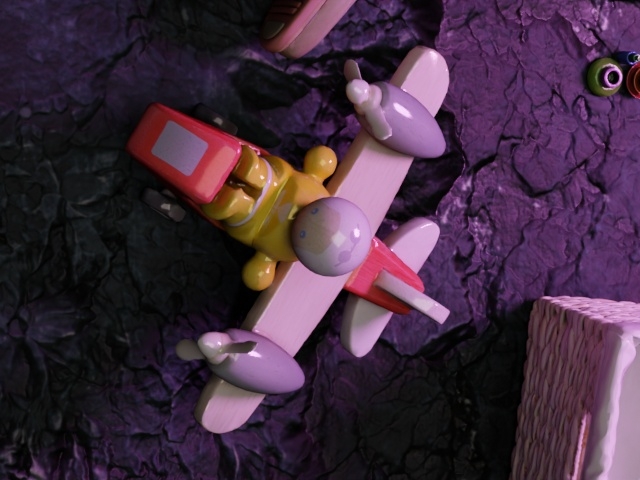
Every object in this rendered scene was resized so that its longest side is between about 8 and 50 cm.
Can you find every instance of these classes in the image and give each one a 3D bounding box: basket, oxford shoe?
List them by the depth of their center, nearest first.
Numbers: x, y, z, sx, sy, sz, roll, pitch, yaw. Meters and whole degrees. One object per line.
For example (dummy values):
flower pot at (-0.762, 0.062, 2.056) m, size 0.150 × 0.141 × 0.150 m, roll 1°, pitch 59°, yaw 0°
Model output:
oxford shoe at (0.096, -0.340, 1.599) m, size 0.397 × 0.140 × 0.146 m, roll -45°, pitch 116°, yaw -4°
basket at (0.434, 0.252, 1.727) m, size 0.331 × 0.266 × 0.329 m, roll 5°, pitch 97°, yaw -19°

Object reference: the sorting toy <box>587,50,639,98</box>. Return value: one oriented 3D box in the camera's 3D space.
sorting toy at (0.401, -0.215, 1.763) m, size 0.101 × 0.042 × 0.061 m, roll 1°, pitch 98°, yaw -18°

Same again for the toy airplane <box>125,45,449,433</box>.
toy airplane at (0.000, 0.000, 1.545) m, size 0.384 × 0.272 × 0.386 m, roll -14°, pitch 102°, yaw -16°
